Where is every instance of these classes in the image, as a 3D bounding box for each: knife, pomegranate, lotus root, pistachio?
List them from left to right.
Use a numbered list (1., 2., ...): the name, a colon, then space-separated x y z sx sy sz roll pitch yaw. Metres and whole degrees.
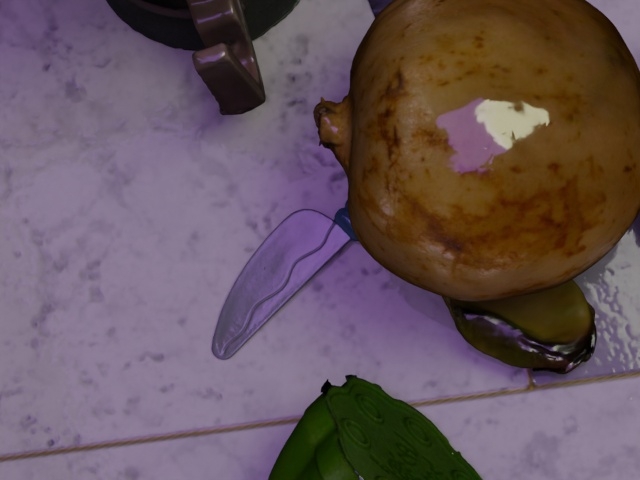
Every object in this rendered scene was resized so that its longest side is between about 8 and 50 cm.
1. knife: -0.001 -0.002 1.204 0.244 0.032 0.058 -39 84 5
2. lotus root: 0.017 0.216 1.114 0.186 0.186 0.186 -1 82 7
3. pomegranate: 0.111 -0.072 1.066 0.248 0.248 0.248 -1 82 7
4. pistachio: 0.132 0.040 1.167 0.089 0.049 0.173 -36 69 -20

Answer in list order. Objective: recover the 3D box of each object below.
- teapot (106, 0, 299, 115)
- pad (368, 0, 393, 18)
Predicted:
1. teapot: -0.106 -0.250 1.087 0.253 0.344 0.300 -16 81 6
2. pad: 0.104 -0.173 1.222 0.112 0.003 0.157 -21 80 4
